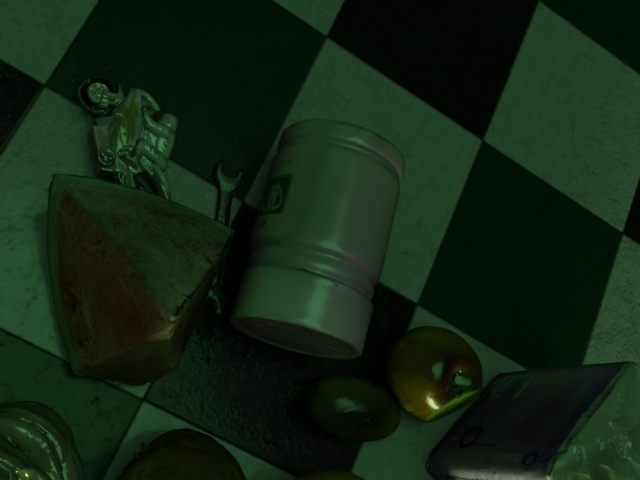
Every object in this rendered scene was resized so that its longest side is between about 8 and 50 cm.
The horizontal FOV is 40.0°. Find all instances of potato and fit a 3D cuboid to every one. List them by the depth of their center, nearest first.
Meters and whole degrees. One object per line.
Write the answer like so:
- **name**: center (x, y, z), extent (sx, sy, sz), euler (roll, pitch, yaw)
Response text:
- **potato**: center (-0.176, 0.362, 1.171), extent (0.229, 0.266, 0.229), euler (4, 80, -21)

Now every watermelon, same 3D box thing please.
- **watermelon**: center (-0.279, 0.059, 1.204), extent (0.251, 0.292, 0.283), euler (15, 84, 2)

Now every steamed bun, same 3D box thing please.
- **steamed bun**: center (-0.415, 0.307, 1.127), extent (0.218, 0.144, 0.211), euler (-13, 72, -24)

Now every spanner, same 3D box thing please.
- **spanner**: center (-0.158, -0.005, 1.394), extent (0.054, 0.015, 0.254), euler (11, 74, -22)

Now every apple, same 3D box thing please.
- **apple**: center (0.183, 0.219, 1.422), extent (0.146, 0.147, 0.163), euler (-32, 94, -26)

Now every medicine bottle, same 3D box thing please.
- **medicine bottle**: center (0.000, 0.000, 1.356), extent (0.212, 0.212, 0.325), euler (20, 71, -19)

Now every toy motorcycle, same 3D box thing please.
- **toy motorcycle**: center (-0.283, -0.150, 1.343), extent (0.151, 0.074, 0.228), euler (-15, 82, -30)

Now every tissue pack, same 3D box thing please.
- **tissue pack**: center (0.358, 0.323, 1.371), extent (0.242, 0.338, 0.160), euler (-44, 99, -24)

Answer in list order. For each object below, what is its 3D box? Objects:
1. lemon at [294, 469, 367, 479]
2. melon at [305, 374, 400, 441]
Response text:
- **lemon**: center (0.014, 0.446, 1.254), extent (0.228, 0.228, 0.253), euler (28, 39, -16)
- **melon**: center (0.054, 0.266, 1.382), extent (0.162, 0.099, 0.099), euler (22, 70, -21)
